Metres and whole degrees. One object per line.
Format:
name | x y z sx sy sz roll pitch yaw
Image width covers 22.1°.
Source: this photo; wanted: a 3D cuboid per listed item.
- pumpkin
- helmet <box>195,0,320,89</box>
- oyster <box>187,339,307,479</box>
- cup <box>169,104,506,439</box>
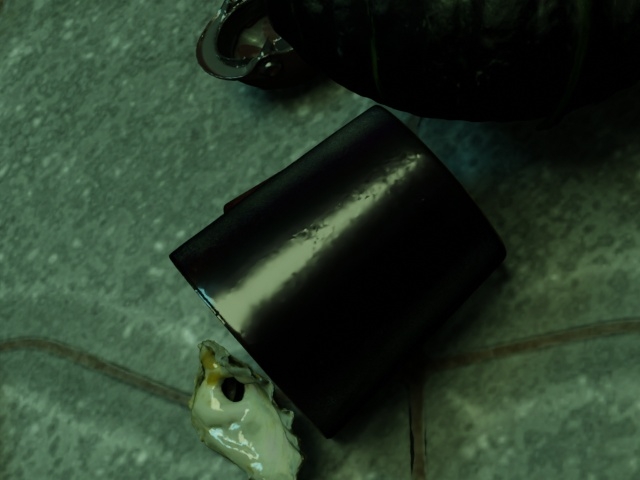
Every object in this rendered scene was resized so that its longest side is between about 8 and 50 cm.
pumpkin | 0.101 -0.218 1.088 0.295 0.296 0.296 -13 58 22
helmet | -0.030 -0.161 1.295 0.123 0.070 0.098 -37 46 14
oyster | -0.054 0.125 1.154 0.146 0.045 0.122 -22 75 55
cup | -0.004 -0.006 1.137 0.177 0.166 0.239 -42 53 -2
